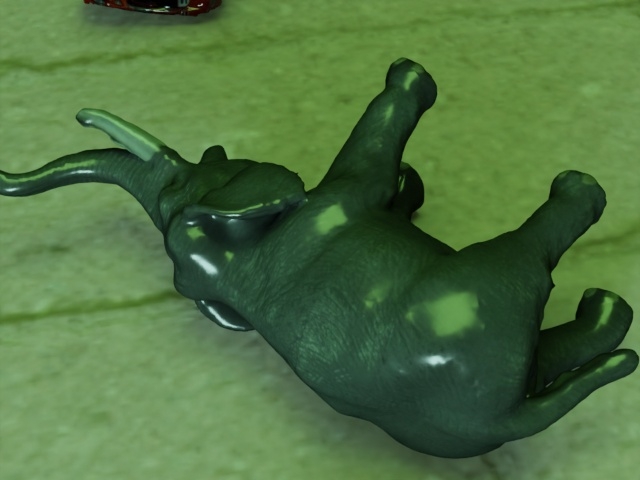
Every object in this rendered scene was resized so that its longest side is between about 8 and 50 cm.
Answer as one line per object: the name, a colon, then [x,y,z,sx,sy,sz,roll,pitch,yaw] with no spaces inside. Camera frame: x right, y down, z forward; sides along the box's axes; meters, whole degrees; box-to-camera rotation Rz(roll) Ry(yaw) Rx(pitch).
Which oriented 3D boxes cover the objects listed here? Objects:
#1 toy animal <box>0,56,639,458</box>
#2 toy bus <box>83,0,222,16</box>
toy animal: [0.004,-0.007,0.526,0.269,0.082,0.137,28,52,24]
toy bus: [-0.078,-0.217,0.738,0.096,0.073,0.235,10,47,1]
